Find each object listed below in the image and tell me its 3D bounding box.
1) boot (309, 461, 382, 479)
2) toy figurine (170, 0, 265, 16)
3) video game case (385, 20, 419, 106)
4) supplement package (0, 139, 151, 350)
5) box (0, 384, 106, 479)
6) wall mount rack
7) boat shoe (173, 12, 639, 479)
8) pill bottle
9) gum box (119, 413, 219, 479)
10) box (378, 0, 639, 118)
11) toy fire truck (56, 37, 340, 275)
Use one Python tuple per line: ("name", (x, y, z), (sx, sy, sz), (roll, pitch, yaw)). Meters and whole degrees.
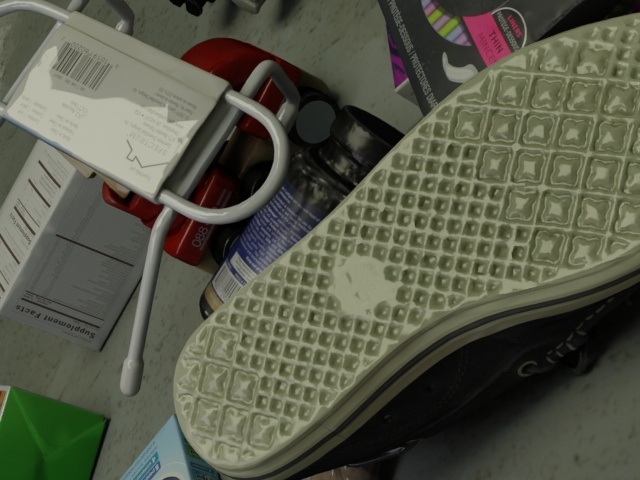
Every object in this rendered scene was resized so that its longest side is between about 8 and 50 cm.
("boot", (0.007, 0.189, 1.232), (0.087, 0.042, 0.118), (-62, 31, 8))
("toy figurine", (-0.118, -0.357, 1.637), (0.209, 0.213, 0.148), (10, 61, 54))
("video game case", (0.137, -0.264, 1.346), (0.210, 0.041, 0.232), (-38, 40, 35))
("supplement package", (-0.263, -0.026, 1.683), (0.244, 0.139, 0.134), (-59, 33, 8))
("box", (-0.366, 0.293, 1.634), (0.231, 0.126, 0.262), (-3, 67, 53))
("wall mount rack", (-0.185, -0.056, 1.323), (0.350, 0.130, 0.304), (28, 80, 25))
("boat shoe", (0.118, 0.014, 1.071), (0.500, 0.156, 0.187), (-37, 61, 20))
("pill bottle", (0.000, 0.000, 1.292), (0.219, 0.122, 0.123), (-56, 33, 14))
("gum box", (-0.147, 0.279, 1.396), (0.157, 0.041, 0.184), (-50, 35, 22))
("box", (0.189, -0.205, 1.104), (0.270, 0.143, 0.165), (-41, 54, 33))
("toy fire truck", (-0.143, -0.107, 1.458), (0.217, 0.246, 0.158), (-62, 32, 5))
